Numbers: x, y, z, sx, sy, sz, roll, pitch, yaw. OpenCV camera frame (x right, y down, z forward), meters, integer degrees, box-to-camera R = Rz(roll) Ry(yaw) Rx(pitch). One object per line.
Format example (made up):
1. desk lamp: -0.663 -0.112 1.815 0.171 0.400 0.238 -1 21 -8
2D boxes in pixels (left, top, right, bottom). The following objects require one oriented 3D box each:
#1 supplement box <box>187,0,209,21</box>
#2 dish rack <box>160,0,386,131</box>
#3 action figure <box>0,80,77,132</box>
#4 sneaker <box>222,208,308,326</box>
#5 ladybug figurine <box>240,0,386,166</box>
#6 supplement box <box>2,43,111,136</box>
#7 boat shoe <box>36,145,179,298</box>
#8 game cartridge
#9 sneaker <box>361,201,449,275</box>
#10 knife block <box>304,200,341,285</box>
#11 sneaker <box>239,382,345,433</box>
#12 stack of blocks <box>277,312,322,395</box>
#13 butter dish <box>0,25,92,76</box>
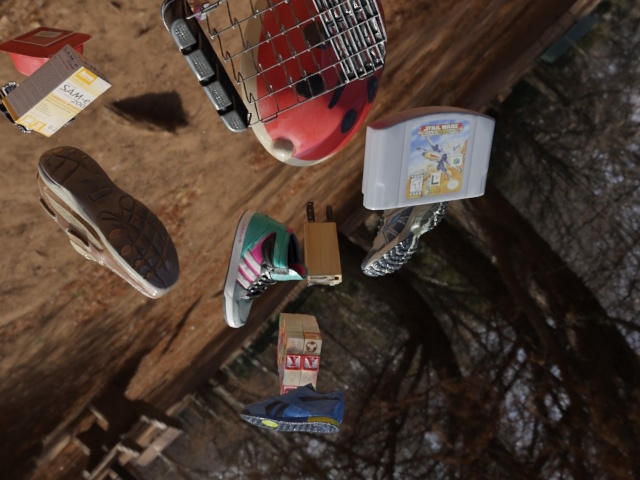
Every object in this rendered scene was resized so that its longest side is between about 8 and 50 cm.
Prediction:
1. supplement box: -0.276 -0.485 1.448 0.043 0.055 0.083 -67 174 31
2. dish rack: -0.054 -0.275 0.941 0.271 0.208 0.074 -23 -139 8
3. action figure: -0.725 -0.346 1.777 0.164 0.141 0.275 -9 -174 -9
4. sneaker: -0.125 0.087 1.677 0.124 0.178 0.295 -27 130 -70
5. ladybug figurine: 0.007 -0.341 1.301 0.162 0.305 0.449 -9 -123 44
6. supplement box: -0.295 -0.166 0.777 0.098 0.036 0.062 -38 166 7
7. boat shoe: -0.374 -0.020 1.213 0.123 0.324 0.116 -32 166 -49
8. game cartridge: 0.228 -0.175 1.429 0.297 0.062 0.198 -9 121 -25
9. sneaker: 0.200 -0.030 1.787 0.283 0.122 0.110 -47 146 7
10. knife block: 0.000 0.000 1.867 0.276 0.088 0.242 117 -30 -85
11. sneaker: -0.051 0.313 1.305 0.209 0.069 0.082 -5 -124 24
12. stack of blocks: -0.063 0.287 1.863 0.297 0.087 0.171 -114 -151 -75
13. butter dish: -0.611 -0.405 1.559 0.160 0.160 0.118 -53 150 -48
